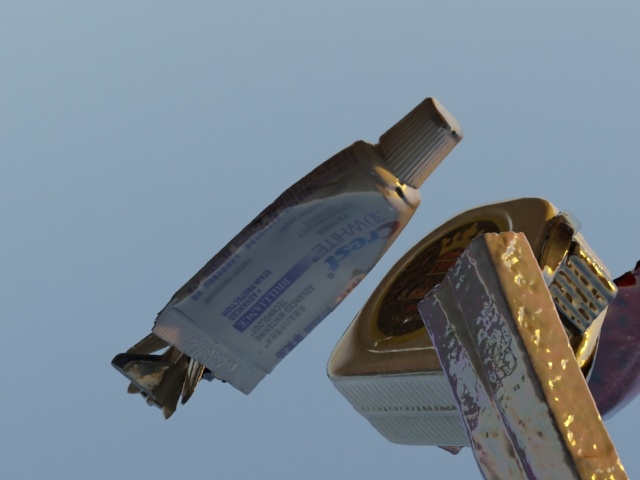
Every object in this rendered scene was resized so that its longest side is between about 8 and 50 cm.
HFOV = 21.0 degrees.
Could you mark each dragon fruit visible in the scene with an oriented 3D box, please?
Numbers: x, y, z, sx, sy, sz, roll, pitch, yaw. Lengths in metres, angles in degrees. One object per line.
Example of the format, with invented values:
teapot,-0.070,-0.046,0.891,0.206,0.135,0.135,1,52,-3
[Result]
dragon fruit,0.293,0.121,1.763,0.343,0.100,0.282,-43,162,27

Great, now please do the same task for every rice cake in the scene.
rice cake,0.154,0.146,1.168,0.050,0.298,0.106,-13,164,-35

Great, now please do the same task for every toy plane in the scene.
toy plane,-0.097,0.071,1.815,0.267,0.088,0.212,-45,-157,-12

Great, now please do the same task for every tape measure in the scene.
tape measure,0.157,0.067,1.452,0.231,0.133,0.271,-51,-161,-24

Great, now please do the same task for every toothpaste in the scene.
toothpaste,-0.001,-0.001,1.338,0.282,0.099,0.068,-45,-179,12
